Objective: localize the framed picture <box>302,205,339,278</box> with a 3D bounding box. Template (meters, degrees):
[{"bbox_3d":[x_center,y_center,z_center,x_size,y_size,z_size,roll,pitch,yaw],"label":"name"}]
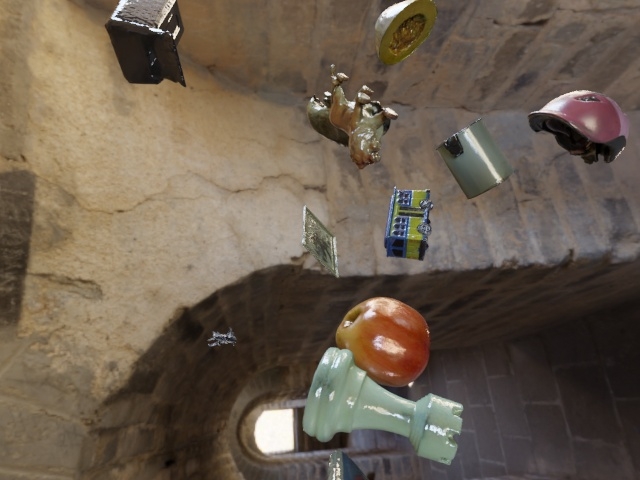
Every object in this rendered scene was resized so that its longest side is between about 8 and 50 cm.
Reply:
[{"bbox_3d":[0.000,0.000,1.386,0.173,0.010,0.231,45,-157,-28],"label":"framed picture"}]

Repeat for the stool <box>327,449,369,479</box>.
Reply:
[{"bbox_3d":[0.016,0.562,0.673,0.310,0.226,0.310,61,-174,-3],"label":"stool"}]

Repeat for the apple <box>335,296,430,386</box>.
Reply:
[{"bbox_3d":[0.176,0.276,1.205,0.242,0.241,0.242,-56,11,17],"label":"apple"}]

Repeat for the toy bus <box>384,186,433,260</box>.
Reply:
[{"bbox_3d":[0.355,-0.071,1.714,0.138,0.175,0.287,80,-161,-50],"label":"toy bus"}]

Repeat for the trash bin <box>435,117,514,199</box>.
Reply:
[{"bbox_3d":[0.642,-0.337,1.787,0.217,0.277,0.262,-32,90,42],"label":"trash bin"}]

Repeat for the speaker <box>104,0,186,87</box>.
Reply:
[{"bbox_3d":[-0.453,-0.594,1.209,0.180,0.184,0.388,91,178,-51],"label":"speaker"}]

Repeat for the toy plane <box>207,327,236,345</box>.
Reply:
[{"bbox_3d":[-0.241,0.247,1.076,0.083,0.079,0.031,33,-155,-48],"label":"toy plane"}]

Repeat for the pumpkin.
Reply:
[{"bbox_3d":[0.240,-0.652,1.305,0.110,0.218,0.217,53,155,25],"label":"pumpkin"}]

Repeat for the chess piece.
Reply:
[{"bbox_3d":[0.131,0.354,0.889,0.194,0.299,0.194,14,-90,-76],"label":"chess piece"}]

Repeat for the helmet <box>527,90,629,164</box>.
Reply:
[{"bbox_3d":[0.682,-0.306,1.100,0.154,0.253,0.198,-53,30,7],"label":"helmet"}]

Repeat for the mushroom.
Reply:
[{"bbox_3d":[0.076,-0.396,1.424,0.344,0.248,0.129,25,89,42],"label":"mushroom"}]

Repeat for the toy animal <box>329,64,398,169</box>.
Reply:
[{"bbox_3d":[0.084,-0.303,1.081,0.157,0.097,0.312,-60,39,28],"label":"toy animal"}]
